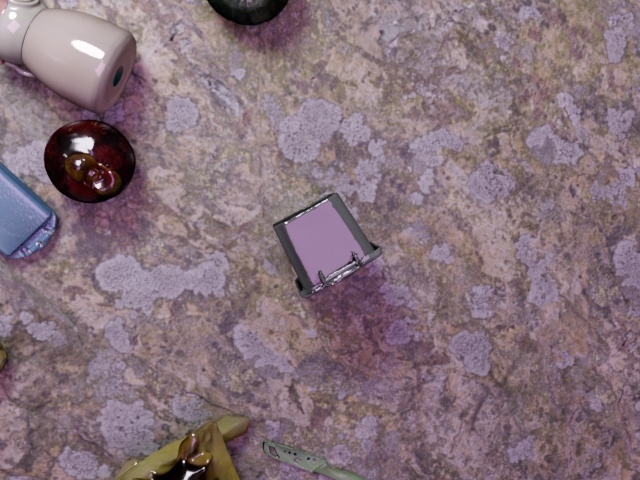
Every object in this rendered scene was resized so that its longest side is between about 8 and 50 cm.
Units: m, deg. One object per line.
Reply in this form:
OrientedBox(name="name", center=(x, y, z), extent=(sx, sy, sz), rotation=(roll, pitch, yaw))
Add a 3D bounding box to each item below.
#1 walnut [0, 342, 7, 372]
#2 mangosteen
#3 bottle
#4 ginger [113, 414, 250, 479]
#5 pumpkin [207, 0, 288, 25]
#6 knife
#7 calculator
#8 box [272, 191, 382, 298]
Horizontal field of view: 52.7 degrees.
OrientedBox(name="walnut", center=(-0.623, 0.220, 1.182), extent=(0.092, 0.092, 0.092), rotation=(-2, 104, -10))
OrientedBox(name="mangosteen", center=(-0.393, -0.133, 1.103), extent=(0.153, 0.152, 0.152), rotation=(-2, 104, -10))
OrientedBox(name="bottle", center=(-0.438, -0.321, 1.056), extent=(0.237, 0.147, 0.147), rotation=(25, 98, -7))
OrientedBox(name="ginger", center=(-0.278, 0.533, 1.282), extent=(0.413, 0.211, 0.358), rotation=(-44, 120, 12))
OrientedBox(name="pumpkin", center=(-0.122, -0.449, 1.086), extent=(0.167, 0.125, 0.167), rotation=(-6, 109, -19))
OrientedBox(name="knife", center=(0.006, 0.489, 1.391), extent=(0.293, 0.020, 0.043), rotation=(24, 100, -14))
OrientedBox(name="calculator", center=(-0.571, -0.063, 1.144), extent=(0.121, 0.039, 0.210), rotation=(-44, 106, 1))
OrientedBox(name="box", center=(0.000, 0.000, 1.167), extent=(0.163, 0.243, 0.135), rotation=(-30, 94, -1))
